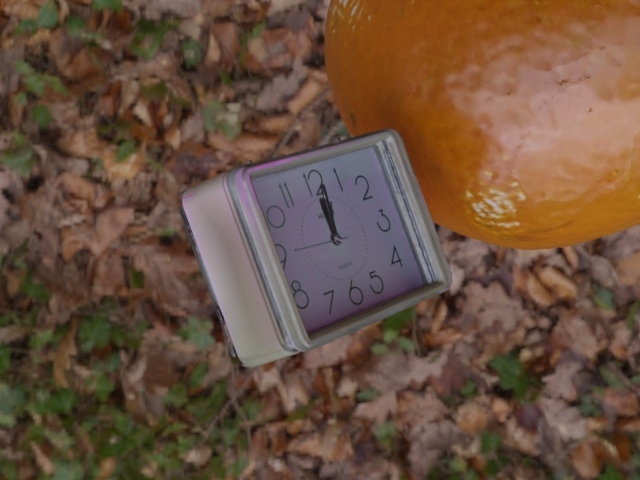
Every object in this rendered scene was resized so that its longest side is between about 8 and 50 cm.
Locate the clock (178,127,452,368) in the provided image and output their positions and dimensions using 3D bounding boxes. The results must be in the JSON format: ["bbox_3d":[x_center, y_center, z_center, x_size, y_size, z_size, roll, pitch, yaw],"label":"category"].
[{"bbox_3d":[0.000,0.000,0.901,0.192,0.147,0.071,-18,178,-44],"label":"clock"}]

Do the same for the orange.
[{"bbox_3d":[0.214,-0.178,1.102,0.424,0.424,0.326,-16,127,5],"label":"orange"}]
